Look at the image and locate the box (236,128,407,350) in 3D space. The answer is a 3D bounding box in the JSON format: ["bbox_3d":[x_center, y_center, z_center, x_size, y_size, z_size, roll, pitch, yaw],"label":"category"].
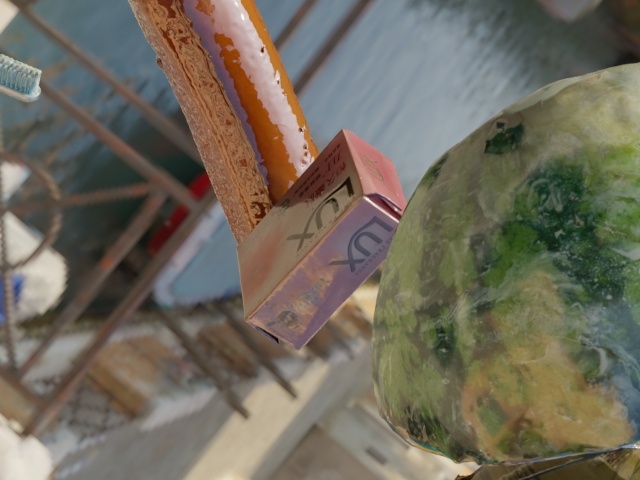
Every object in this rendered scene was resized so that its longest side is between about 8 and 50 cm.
[{"bbox_3d":[0.000,0.000,1.216,0.156,0.060,0.111,-49,-153,20],"label":"box"}]

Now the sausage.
[{"bbox_3d":[-0.070,-0.124,1.318,0.102,0.330,0.102,-22,-163,7],"label":"sausage"}]

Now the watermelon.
[{"bbox_3d":[0.163,0.030,0.953,0.305,0.224,0.180,-26,154,3],"label":"watermelon"}]

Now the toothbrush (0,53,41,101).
[{"bbox_3d":[-0.292,-0.147,0.953,0.022,0.263,0.026,-64,178,-48],"label":"toothbrush"}]

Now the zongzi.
[{"bbox_3d":[0.311,0.342,1.838,0.260,0.289,0.123,-38,138,5],"label":"zongzi"}]
